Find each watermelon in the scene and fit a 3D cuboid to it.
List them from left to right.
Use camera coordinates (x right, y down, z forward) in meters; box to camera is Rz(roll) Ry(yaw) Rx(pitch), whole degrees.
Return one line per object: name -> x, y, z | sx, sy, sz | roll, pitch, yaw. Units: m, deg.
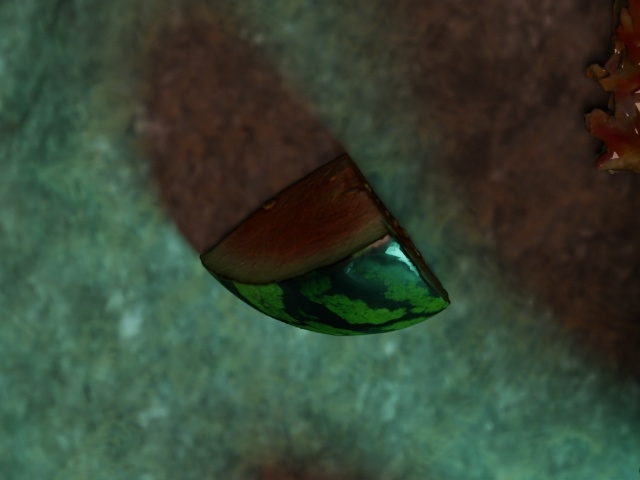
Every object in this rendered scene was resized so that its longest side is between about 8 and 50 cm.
watermelon -> 0.000, 0.000, 1.029 | 0.135, 0.125, 0.094 | 2, 82, 17

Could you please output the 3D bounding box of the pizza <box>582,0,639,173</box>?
pizza -> 0.210, -0.102, 0.994 | 0.201, 0.053, 0.193 | 22, 109, -10
